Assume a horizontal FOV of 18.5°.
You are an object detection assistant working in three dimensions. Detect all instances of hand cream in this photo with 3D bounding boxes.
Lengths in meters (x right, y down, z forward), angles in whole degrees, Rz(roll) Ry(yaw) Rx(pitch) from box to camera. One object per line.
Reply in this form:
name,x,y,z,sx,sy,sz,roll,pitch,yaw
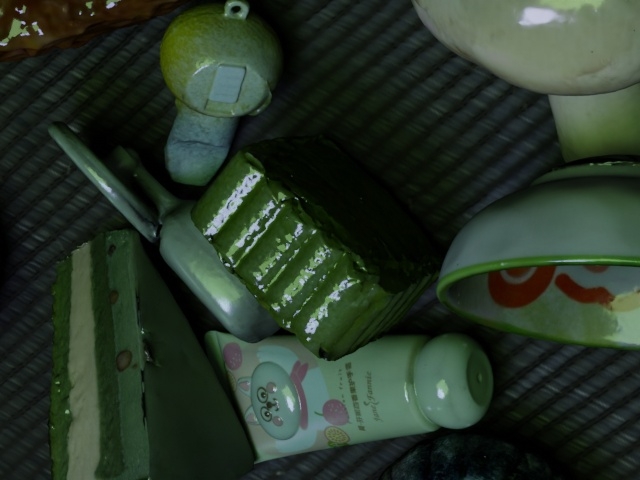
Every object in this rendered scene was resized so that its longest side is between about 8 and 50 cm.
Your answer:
hand cream,0.024,0.146,1.948,0.306,0.093,0.147,-8,100,33

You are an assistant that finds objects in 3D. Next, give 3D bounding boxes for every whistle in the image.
whistle,-0.105,-0.149,1.908,0.123,0.123,0.223,30,132,11

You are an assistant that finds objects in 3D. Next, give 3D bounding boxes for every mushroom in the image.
mushroom,0.234,-0.193,1.682,0.314,0.314,0.336,-1,125,21

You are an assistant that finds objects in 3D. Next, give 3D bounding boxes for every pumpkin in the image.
pumpkin,0.145,0.299,1.891,0.233,0.163,0.233,3,107,8

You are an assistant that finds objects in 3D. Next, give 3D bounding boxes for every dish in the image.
dish,0.267,0.003,1.716,0.324,0.324,0.124,1,75,21

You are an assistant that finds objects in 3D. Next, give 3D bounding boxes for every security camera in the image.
security camera,-0.145,-0.023,1.930,0.301,0.157,0.080,44,88,9

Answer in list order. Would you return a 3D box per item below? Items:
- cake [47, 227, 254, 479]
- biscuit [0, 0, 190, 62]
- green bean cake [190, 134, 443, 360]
cake,-0.175,0.144,2.018,0.158,0.172,0.283,-24,61,36
biscuit,-0.216,-0.360,1.833,0.395,0.166,0.343,-13,93,23
green bean cake,0.000,0.000,1.837,0.200,0.214,0.113,46,112,9
